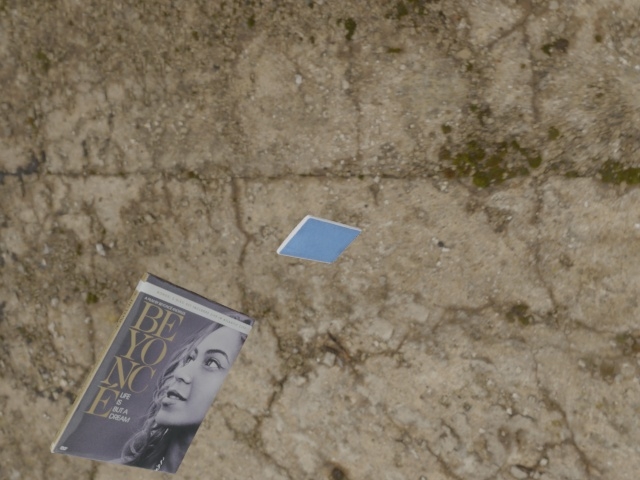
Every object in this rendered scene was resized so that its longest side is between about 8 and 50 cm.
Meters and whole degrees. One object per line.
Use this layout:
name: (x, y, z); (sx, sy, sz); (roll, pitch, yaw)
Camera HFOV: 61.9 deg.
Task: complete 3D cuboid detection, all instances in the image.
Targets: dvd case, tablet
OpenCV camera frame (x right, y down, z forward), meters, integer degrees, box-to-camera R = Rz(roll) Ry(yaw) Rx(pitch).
dvd case: (-0.193, 0.168, 0.649); (0.018, 0.164, 0.222); (19, 80, 51)
tablet: (0.000, 0.000, 0.538); (0.054, 0.083, 0.006); (-48, 53, 25)
